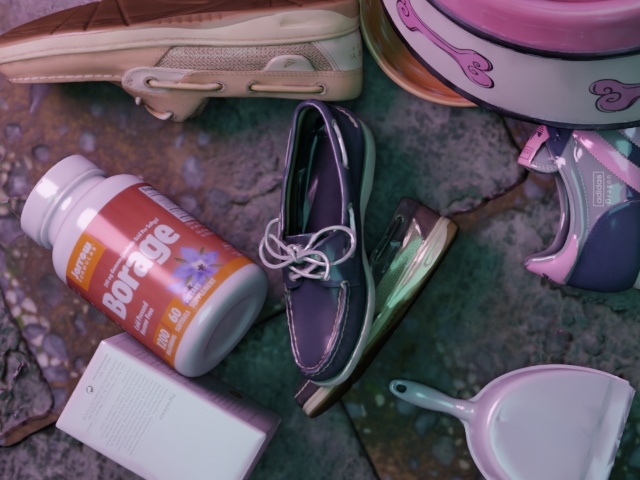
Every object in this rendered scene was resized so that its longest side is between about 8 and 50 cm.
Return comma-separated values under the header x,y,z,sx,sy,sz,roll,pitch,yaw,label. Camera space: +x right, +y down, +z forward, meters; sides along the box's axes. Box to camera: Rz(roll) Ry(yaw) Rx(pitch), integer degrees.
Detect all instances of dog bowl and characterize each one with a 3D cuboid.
x,y,z,sx,sy,sz,roll,pitch,yaw,label
0.229,-0.305,1.318,0.408,0.150,0.408,-4,71,12,dog bowl

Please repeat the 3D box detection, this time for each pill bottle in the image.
x,y,z,sx,sy,sz,roll,pitch,yaw,label
-0.164,0.018,1.435,0.216,0.121,0.121,35,94,16,pill bottle

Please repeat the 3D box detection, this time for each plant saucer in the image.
x,y,z,sx,sy,sz,roll,pitch,yaw,label
0.133,-0.222,1.452,0.200,0.037,0.200,0,91,5,plant saucer

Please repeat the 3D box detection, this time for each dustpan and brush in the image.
x,y,z,sx,sy,sz,roll,pitch,yaw,label
0.166,0.167,1.457,0.211,0.060,0.147,19,82,-2,dustpan and brush

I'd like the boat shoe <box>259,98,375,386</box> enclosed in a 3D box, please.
x,y,z,sx,sy,sz,roll,pitch,yaw,label
0.000,0.000,1.397,0.095,0.079,0.254,0,77,35,boat shoe

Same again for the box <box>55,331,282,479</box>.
x,y,z,sx,sy,sz,roll,pitch,yaw,label
-0.135,0.165,1.440,0.170,0.130,0.091,30,93,4,box

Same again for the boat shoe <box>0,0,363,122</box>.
x,y,z,sx,sy,sz,roll,pitch,yaw,label
-0.131,-0.160,1.436,0.341,0.121,0.110,-3,112,6,boat shoe

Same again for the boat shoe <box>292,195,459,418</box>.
x,y,z,sx,sy,sz,roll,pitch,yaw,label
0.039,0.059,1.452,0.073,0.080,0.223,37,90,10,boat shoe

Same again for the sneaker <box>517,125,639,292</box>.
x,y,z,sx,sy,sz,roll,pitch,yaw,label
0.243,-0.111,1.408,0.131,0.112,0.319,-1,90,2,sneaker
